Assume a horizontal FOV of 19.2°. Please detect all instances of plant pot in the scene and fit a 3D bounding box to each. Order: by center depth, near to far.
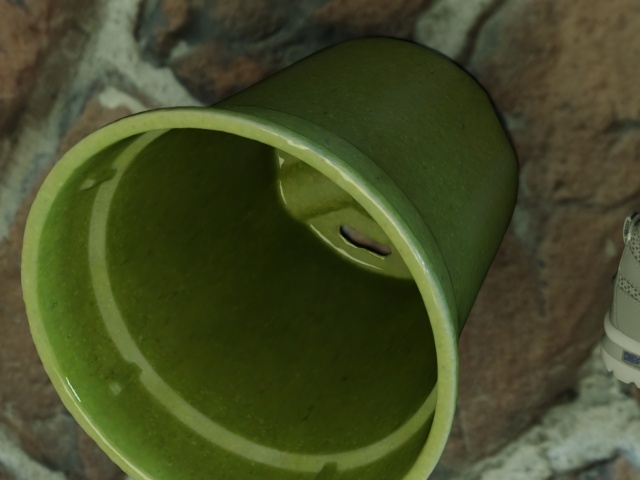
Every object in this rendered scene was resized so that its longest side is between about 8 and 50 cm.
[{"bbox_3d":[0.000,0.000,1.168,0.276,0.254,0.276,12,121,22],"label":"plant pot"}]

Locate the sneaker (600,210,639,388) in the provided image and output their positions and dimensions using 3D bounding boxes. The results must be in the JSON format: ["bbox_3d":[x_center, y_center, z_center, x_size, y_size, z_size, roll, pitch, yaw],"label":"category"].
[{"bbox_3d":[0.300,0.047,1.135,0.281,0.105,0.115,6,119,24],"label":"sneaker"}]
